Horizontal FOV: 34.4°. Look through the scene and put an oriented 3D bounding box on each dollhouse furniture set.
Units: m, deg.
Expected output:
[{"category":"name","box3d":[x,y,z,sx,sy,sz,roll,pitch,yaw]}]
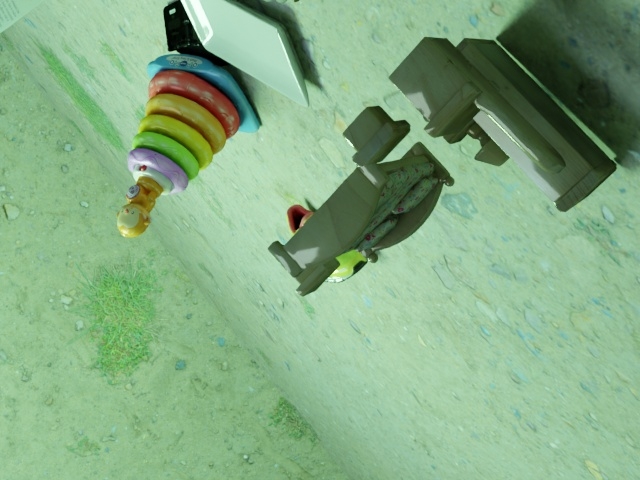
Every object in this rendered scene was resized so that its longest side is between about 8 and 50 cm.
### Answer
[{"category":"dollhouse furniture set","box3d":[0.084,-0.002,0.985,0.174,0.355,0.303,48,-157,10]}]

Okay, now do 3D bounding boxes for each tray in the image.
[{"category":"tray","box3d":[-0.109,-0.292,1.459,0.270,0.030,0.145,36,158,41]}]

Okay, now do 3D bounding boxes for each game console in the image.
[{"category":"game console","box3d":[-0.198,-0.328,1.650,0.122,0.071,0.107,-170,72,-65]}]

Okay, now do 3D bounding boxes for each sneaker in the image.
[{"category":"sneaker","box3d":[0.000,0.000,1.745,0.208,0.081,0.094,31,153,50]}]

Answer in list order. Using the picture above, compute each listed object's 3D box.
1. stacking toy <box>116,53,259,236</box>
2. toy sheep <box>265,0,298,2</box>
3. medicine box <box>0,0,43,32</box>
[{"category":"stacking toy","box3d":[-0.245,-0.134,1.648,0.175,0.302,0.166,12,153,30]},{"category":"toy sheep","box3d":[-0.062,-0.315,1.170,0.132,0.091,0.091,26,167,-10]},{"category":"medicine box","box3d":[-0.561,-0.506,1.711,0.263,0.289,0.149,43,165,22]}]
